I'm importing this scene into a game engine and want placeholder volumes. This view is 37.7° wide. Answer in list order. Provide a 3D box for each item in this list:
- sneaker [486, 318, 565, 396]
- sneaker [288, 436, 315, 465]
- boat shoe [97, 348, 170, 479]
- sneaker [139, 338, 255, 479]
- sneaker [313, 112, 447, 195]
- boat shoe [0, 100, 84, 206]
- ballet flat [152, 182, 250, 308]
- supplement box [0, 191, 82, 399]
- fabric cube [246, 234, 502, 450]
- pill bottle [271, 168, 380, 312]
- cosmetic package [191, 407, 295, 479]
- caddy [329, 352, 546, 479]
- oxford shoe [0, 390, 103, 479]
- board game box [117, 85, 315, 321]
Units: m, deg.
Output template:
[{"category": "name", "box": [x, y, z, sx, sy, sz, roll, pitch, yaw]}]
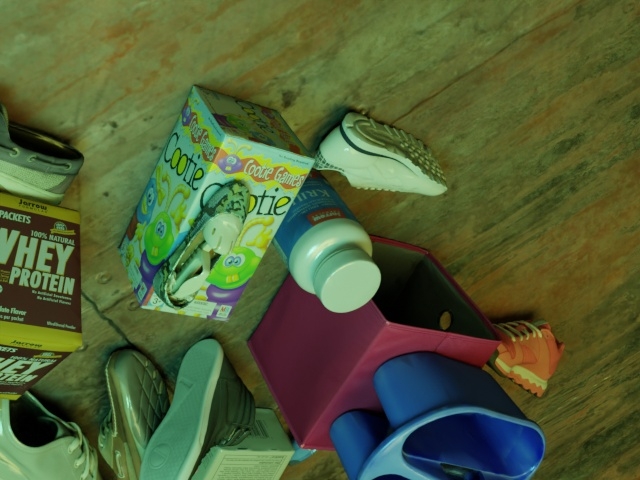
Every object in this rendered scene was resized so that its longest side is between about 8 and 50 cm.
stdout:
[{"category": "sneaker", "box": [0.377, 0.195, 1.818, 0.136, 0.116, 0.314, -54, 139, 4]}, {"category": "sneaker", "box": [-0.009, 0.332, 1.734, 0.082, 0.069, 0.209, 42, 111, -10]}, {"category": "boat shoe", "box": [-0.304, 0.320, 1.510, 0.116, 0.123, 0.324, -2, 117, 14]}, {"category": "sneaker", "box": [-0.180, 0.314, 1.469, 0.105, 0.295, 0.147, -11, 134, 31]}, {"category": "sneaker", "box": [0.096, -0.115, 1.424, 0.235, 0.090, 0.095, 22, 125, -35]}, {"category": "boat shoe", "box": [-0.406, -0.129, 1.114, 0.092, 0.103, 0.285, -50, 136, 7]}, {"category": "ballet flat", "box": [-0.143, 0.014, 1.194, 0.070, 0.070, 0.188, 22, 113, -39]}, {"category": "supplement box", "box": [-0.399, 0.072, 1.164, 0.129, 0.191, 0.194, 15, 144, -37]}, {"category": "fabric cube", "box": [0.080, 0.165, 1.508, 0.259, 0.254, 0.258, 13, 117, -36]}, {"category": "pill bottle", "box": [0.000, 0.000, 1.353, 0.124, 0.221, 0.124, -16, 131, -19]}, {"category": "cosmetic package", "box": [-0.190, 0.449, 1.682, 0.160, 0.113, 0.309, 11, 119, -35]}, {"category": "caddy", "box": [0.181, 0.316, 1.387, 0.341, 0.179, 0.241, 21, 113, -39]}, {"category": "oxford shoe", "box": [-0.406, 0.351, 1.449, 0.130, 0.169, 0.449, -33, 129, 2]}, {"category": "board game box", "box": [-0.150, -0.046, 1.287, 0.142, 0.144, 0.275, 13, 117, -35]}]
